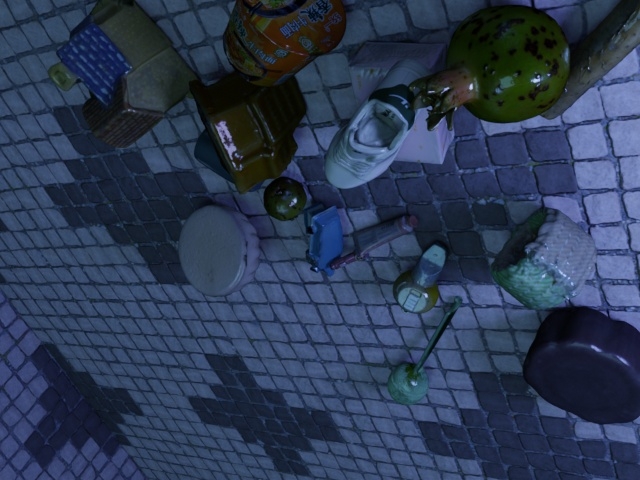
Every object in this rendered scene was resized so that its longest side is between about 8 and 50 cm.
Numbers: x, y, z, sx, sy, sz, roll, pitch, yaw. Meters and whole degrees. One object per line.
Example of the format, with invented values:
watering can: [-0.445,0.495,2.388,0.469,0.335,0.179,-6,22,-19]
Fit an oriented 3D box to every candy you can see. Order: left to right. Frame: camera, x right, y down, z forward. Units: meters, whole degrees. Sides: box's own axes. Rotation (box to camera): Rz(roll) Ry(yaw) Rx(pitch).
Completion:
candy: [0.301,0.306,2.091,0.119,0.119,0.440,28,130,6]

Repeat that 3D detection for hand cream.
hand cream: [0.158,-0.016,1.896,0.209,0.043,0.067,-23,77,44]

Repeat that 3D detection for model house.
model house: [-0.499,-0.380,1.803,0.261,0.266,0.321,-26,112,40]
model house: [-0.147,-0.277,1.761,0.239,0.173,0.268,-26,118,-2]

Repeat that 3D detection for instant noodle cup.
instant noodle cup: [-0.088,-0.434,1.541,0.230,0.230,0.182,41,148,-9]

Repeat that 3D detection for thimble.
thimble: [0.482,0.044,1.622,0.150,0.219,0.219,39,138,-3]

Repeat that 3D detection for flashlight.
flashlight: [0.076,0.049,1.978,0.031,0.110,0.052,55,167,55]

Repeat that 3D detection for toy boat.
toy boat: [0.000,0.000,1.978,0.098,0.109,0.238,44,151,35]

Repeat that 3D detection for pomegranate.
pomegranate: [-0.086,-0.099,1.935,0.114,0.115,0.142,16,163,19]
pomegranate: [0.318,-0.293,1.353,0.230,0.286,0.231,28,147,20]

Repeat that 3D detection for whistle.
whistle: [0.260,0.096,1.915,0.122,0.123,0.223,27,117,7]

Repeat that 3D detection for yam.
yam: [0.512,-0.349,1.341,0.083,0.083,0.372,35,139,-2]

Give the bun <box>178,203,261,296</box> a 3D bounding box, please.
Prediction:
bun: [-0.255,0.027,2.121,0.263,0.175,0.263,1,92,34]

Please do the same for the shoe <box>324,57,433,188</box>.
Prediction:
shoe: [0.092,-0.190,1.499,0.131,0.160,0.363,36,138,-2]

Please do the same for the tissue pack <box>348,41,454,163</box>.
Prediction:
tissue pack: [0.171,-0.286,1.574,0.184,0.124,0.225,7,132,25]

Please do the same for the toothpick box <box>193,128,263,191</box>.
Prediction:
toothpick box: [-0.222,-0.210,1.897,0.184,0.120,0.120,27,138,11]

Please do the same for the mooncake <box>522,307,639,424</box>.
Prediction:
mooncake: [0.646,0.298,1.808,0.305,0.154,0.306,17,135,18]
